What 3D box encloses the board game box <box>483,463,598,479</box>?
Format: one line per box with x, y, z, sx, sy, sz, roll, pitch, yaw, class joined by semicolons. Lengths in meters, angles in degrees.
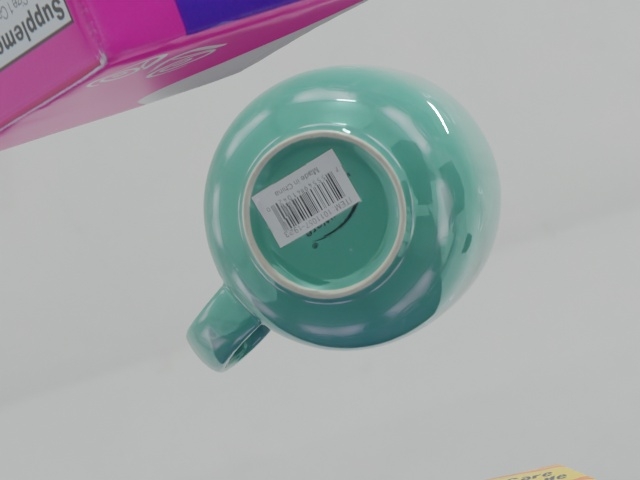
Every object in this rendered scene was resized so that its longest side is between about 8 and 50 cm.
0.037;0.333;0.842;0.356;0.356;0.356;-9;-83;-17;board game box

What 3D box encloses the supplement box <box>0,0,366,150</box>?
-0.079;-0.147;0.535;0.111;0.220;0.114;-23;2;-35;supplement box

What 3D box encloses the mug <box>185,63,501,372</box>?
0.009;-0.002;0.878;0.129;0.097;0.157;14;-83;12;mug
